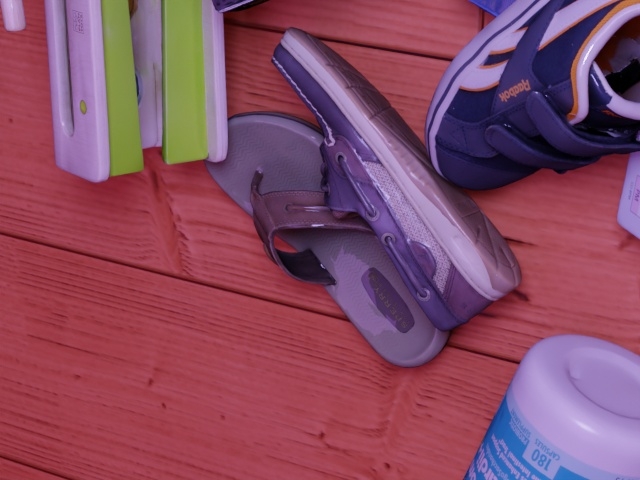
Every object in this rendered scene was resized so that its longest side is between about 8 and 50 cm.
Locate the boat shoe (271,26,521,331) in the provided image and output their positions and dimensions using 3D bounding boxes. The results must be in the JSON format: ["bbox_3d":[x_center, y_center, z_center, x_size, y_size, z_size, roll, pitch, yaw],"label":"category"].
[{"bbox_3d":[0.044,-0.049,1.406,0.092,0.103,0.285,-43,80,16],"label":"boat shoe"}]

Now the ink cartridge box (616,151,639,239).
[{"bbox_3d":[0.310,-0.054,1.217,0.232,0.066,0.189,-133,46,-56],"label":"ink cartridge box"}]

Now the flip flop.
[{"bbox_3d":[0.000,0.000,1.475,0.277,0.080,0.112,51,124,10],"label":"flip flop"}]

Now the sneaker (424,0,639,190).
[{"bbox_3d":[0.182,-0.109,1.257,0.321,0.126,0.127,-53,43,47],"label":"sneaker"}]

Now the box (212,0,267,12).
[{"bbox_3d":[0.026,-0.344,1.291,0.322,0.079,0.257,-20,94,16],"label":"box"}]

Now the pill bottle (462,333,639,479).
[{"bbox_3d":[0.184,0.217,1.395,0.146,0.146,0.264,32,120,19],"label":"pill bottle"}]

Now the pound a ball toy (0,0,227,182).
[{"bbox_3d":[-0.200,-0.214,1.422,0.136,0.208,0.319,23,120,55],"label":"pound a ball toy"}]

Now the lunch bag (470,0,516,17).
[{"bbox_3d":[0.156,-0.199,1.324,0.098,0.065,0.067,35,106,18],"label":"lunch bag"}]
